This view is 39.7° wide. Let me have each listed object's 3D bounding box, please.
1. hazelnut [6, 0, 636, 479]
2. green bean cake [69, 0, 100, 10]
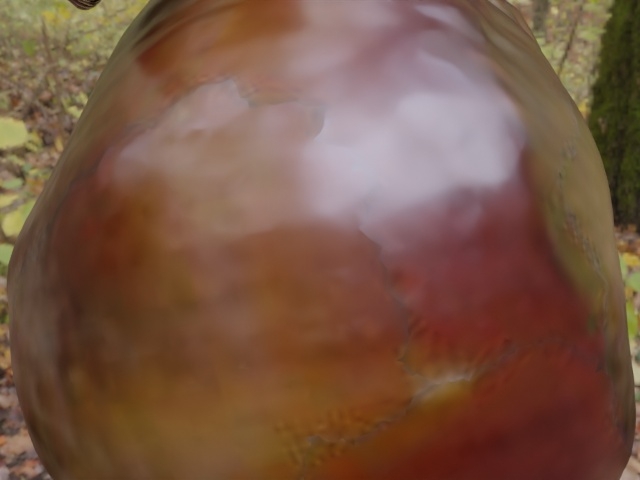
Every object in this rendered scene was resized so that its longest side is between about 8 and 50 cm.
[{"bbox_3d":[0.000,0.000,0.517,0.359,0.359,0.409,-12,34,1],"label":"hazelnut"},{"bbox_3d":[-0.090,-0.180,0.427,0.135,0.056,0.135,-51,20,-3],"label":"green bean cake"}]
